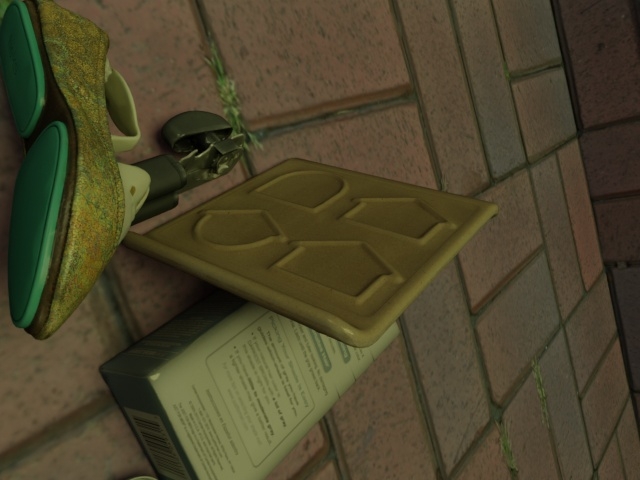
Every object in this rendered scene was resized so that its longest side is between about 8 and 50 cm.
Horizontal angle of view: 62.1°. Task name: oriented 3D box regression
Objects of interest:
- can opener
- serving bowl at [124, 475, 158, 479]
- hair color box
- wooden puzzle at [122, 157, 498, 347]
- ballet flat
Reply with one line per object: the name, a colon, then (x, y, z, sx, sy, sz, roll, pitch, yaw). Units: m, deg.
can opener: (-0.203, -0.080, 0.612, 0.095, 0.076, 0.283, 48, 45, 11)
serving bowl: (-0.204, 0.295, 0.571, 0.083, 0.027, 0.083, 9, 78, -45)
hair color box: (-0.059, 0.138, 0.686, 0.374, 0.113, 0.185, -34, 110, -43)
wooden puzzle: (0.000, 0.000, 0.641, 0.348, 0.322, 0.081, -31, 130, -46)
ballet flat: (-0.215, -0.080, 0.480, 0.123, 0.123, 0.349, 11, 51, -46)
